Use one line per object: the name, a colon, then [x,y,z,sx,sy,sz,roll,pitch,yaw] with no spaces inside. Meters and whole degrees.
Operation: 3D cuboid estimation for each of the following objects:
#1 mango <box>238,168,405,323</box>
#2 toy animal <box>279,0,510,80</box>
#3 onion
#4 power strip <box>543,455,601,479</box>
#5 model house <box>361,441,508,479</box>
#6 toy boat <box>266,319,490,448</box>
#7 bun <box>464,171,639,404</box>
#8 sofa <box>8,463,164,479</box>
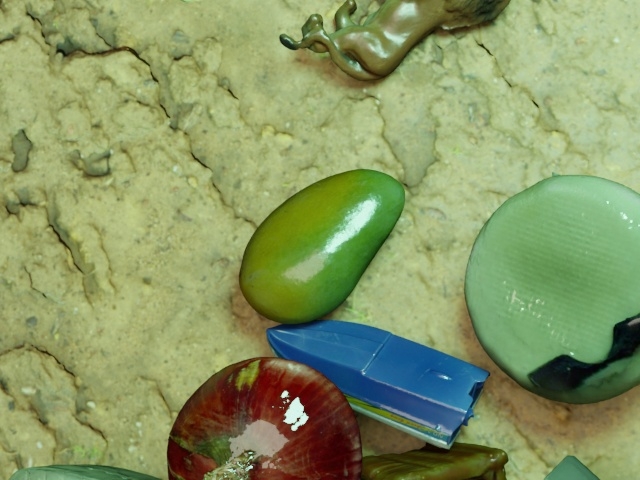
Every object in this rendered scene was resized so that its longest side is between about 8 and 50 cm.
mango: [0.000,0.000,1.518,0.251,0.114,0.156,-50,51,1]
toy animal: [0.117,-0.304,1.554,0.312,0.097,0.157,-38,81,7]
onion: [-0.066,0.260,1.343,0.248,0.161,0.248,-1,103,-6]
power strip: [0.385,0.370,1.331,0.059,0.193,0.265,-48,37,1]
model house: [0.115,0.349,1.423,0.219,0.199,0.229,41,63,-21]
toy boat: [0.060,0.168,1.484,0.295,0.129,0.088,20,127,18]
bun: [0.323,0.059,1.407,0.283,0.179,0.283,-3,85,37]
sofa: [-0.310,0.405,1.490,0.176,0.210,0.226,11,81,14]
